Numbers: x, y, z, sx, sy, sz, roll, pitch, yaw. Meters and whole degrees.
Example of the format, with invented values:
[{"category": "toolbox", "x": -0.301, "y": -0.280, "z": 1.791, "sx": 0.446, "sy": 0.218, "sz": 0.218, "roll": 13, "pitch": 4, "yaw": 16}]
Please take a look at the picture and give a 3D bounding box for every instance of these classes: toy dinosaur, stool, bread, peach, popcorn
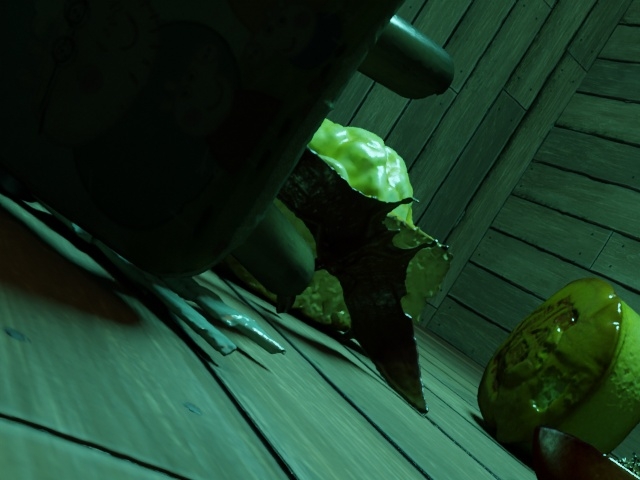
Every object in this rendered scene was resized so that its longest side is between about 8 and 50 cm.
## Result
[{"category": "toy dinosaur", "x": 0.019, "y": 0.017, "z": 0.835, "sx": 0.206, "sy": 0.327, "sz": 0.113, "roll": 3, "pitch": 29, "yaw": 14}, {"category": "stool", "x": -0.090, "y": -0.144, "z": 0.634, "sx": 0.310, "sy": 0.310, "sz": 0.226, "roll": 36, "pitch": 1, "yaw": 19}, {"category": "bread", "x": 0.337, "y": 0.183, "z": 1.081, "sx": 0.148, "sy": 0.270, "sz": 0.270, "roll": 38, "pitch": -1, "yaw": -11}, {"category": "peach", "x": 0.297, "y": 0.271, "z": 0.717, "sx": 0.189, "sy": 0.068, "sz": 0.279, "roll": 41, "pitch": -6, "yaw": -30}, {"category": "popcorn", "x": -0.009, "y": -0.069, "z": 1.314, "sx": 0.292, "sy": 0.334, "sz": 0.293, "roll": 66, "pitch": 26, "yaw": -9}, {"category": "bread", "x": 0.000, "y": 0.000, "z": 1.063, "sx": 0.340, "sy": 0.194, "sz": 0.179, "roll": 28, "pitch": 10, "yaw": -28}]

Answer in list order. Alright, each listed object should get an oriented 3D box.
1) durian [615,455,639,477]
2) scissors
[{"category": "durian", "x": 0.473, "y": 0.364, "z": 1.130, "sx": 0.148, "sy": 0.091, "sz": 0.188, "roll": 33, "pitch": -1, "yaw": 27}, {"category": "scissors", "x": -0.185, "y": -0.012, "z": 0.626, "sx": 0.383, "sy": 0.029, "sz": 0.256, "roll": 34, "pitch": 2, "yaw": 28}]
